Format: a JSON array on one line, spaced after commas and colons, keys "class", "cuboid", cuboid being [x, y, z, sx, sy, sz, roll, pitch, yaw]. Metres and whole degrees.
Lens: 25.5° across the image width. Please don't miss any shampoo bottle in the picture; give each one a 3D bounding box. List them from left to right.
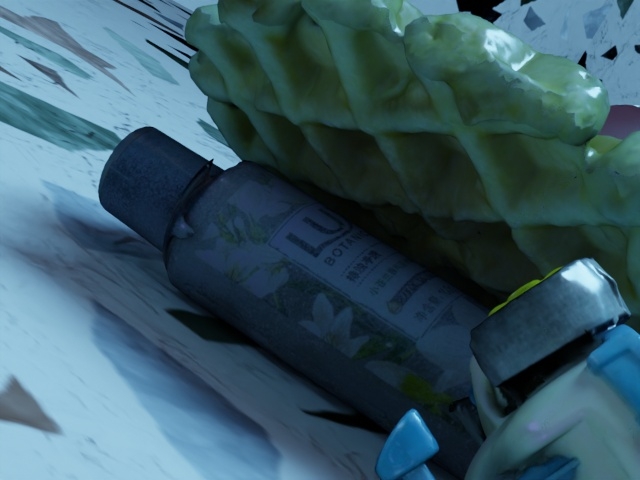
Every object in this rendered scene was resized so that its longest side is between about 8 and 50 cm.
[{"class": "shampoo bottle", "cuboid": [0.000, 0.022, 0.597, 0.214, 0.072, 0.072, 32, 9, 18]}]

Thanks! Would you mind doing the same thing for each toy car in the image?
[{"class": "toy car", "cuboid": [0.067, 0.089, 0.438, 0.126, 0.098, 0.161, 59, -16, 10]}]

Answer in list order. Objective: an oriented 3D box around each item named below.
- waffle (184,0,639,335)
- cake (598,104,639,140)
[{"class": "waffle", "cuboid": [0.071, 0.003, 0.612, 0.309, 0.056, 0.292, 32, -19, 14]}, {"class": "cake", "cuboid": [0.172, 0.040, 0.834, 0.208, 0.178, 0.185, -23, 59, -31]}]
